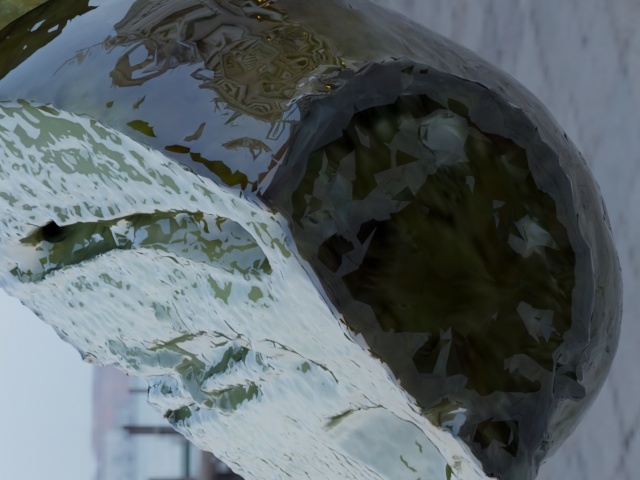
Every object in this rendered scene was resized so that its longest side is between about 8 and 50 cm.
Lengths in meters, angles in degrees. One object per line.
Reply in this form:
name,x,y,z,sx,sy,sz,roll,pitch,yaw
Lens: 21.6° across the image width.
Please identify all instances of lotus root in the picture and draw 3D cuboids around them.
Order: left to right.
lotus root,-0.005,-0.010,0.597,0.149,0.267,0.260,-53,8,-21

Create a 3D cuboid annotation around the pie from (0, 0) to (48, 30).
pie,-0.260,-0.275,0.994,0.180,0.418,0.395,24,146,41
